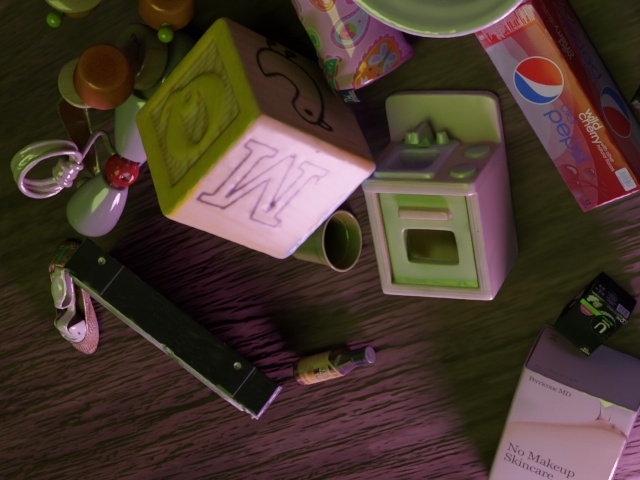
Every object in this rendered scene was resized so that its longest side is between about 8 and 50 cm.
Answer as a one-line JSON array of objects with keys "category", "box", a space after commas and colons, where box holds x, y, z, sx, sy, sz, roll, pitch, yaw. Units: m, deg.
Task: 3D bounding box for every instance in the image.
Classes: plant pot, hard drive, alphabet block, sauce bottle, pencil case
[{"category": "plant pot", "box": [0.000, 0.000, 1.908, 0.079, 0.083, 0.083, 1, 119, 40]}, {"category": "hard drive", "box": [-0.206, 0.133, 2.005, 0.339, 0.237, 0.064, 37, 83, 2]}, {"category": "alphabet block", "box": [-0.084, -0.122, 1.737, 0.197, 0.192, 0.193, 20, 124, -40]}, {"category": "sauce bottle", "box": [0.020, 0.177, 2.019, 0.128, 0.042, 0.042, -19, 108, 36]}, {"category": "pencil case", "box": [0.003, -0.313, 1.687, 0.124, 0.124, 0.284, -15, 112, 33]}]

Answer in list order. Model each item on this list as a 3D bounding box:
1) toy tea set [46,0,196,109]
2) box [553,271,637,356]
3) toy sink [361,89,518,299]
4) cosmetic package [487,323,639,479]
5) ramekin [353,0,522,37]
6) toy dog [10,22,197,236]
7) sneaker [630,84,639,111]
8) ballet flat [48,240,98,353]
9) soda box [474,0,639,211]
[{"category": "toy tea set", "box": [-0.230, -0.316, 1.727, 0.200, 0.336, 0.124, 36, 168, -1]}, {"category": "box", "box": [0.351, 0.095, 1.795, 0.062, 0.052, 0.083, 41, 129, 1]}, {"category": "toy sink", "box": [0.147, -0.055, 1.759, 0.153, 0.131, 0.234, 3, 119, 25]}, {"category": "cosmetic package", "box": [0.322, 0.284, 1.886, 0.160, 0.113, 0.309, 20, 126, 15]}, {"category": "ramekin", "box": [0.140, -0.380, 1.567, 0.277, 0.135, 0.277, 13, 124, 20]}, {"category": "toy dog", "box": [-0.256, -0.176, 1.870, 0.333, 0.161, 0.220, -38, 137, 12]}, {"category": "sneaker", "box": [0.504, -0.206, 1.506, 0.146, 0.134, 0.343, 42, 137, -9]}, {"category": "ballet flat", "box": [-0.388, 0.099, 2.165, 0.073, 0.067, 0.206, 9, 122, 22]}, {"category": "soda box", "box": [0.288, -0.172, 1.642, 0.083, 0.092, 0.263, -23, 106, 36]}]
